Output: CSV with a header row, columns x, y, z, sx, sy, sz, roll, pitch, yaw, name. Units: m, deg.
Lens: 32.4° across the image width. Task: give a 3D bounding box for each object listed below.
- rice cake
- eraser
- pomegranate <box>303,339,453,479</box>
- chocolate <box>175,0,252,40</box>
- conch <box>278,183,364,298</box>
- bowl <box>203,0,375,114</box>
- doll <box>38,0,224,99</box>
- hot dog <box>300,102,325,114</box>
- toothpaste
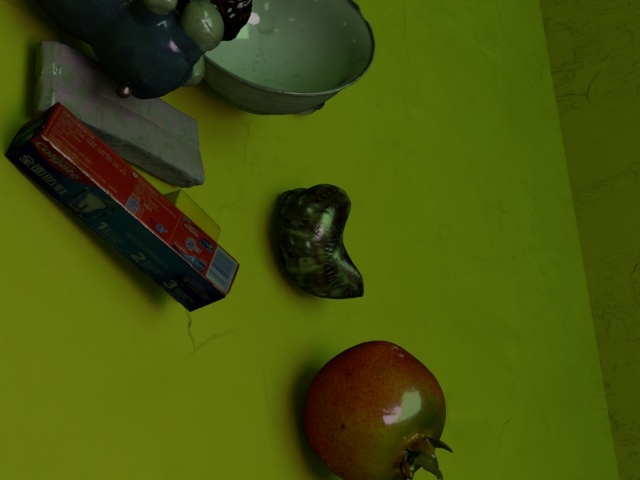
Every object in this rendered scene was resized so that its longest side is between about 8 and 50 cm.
x,y,z,sx,sy,sz,roll,pitch,yaw,name
-0.265,-0.162,1.461,0.298,0.050,0.106,26,55,-52,rice cake
-0.193,0.008,1.512,0.097,0.045,0.122,49,40,-38,eraser
0.093,0.275,1.679,0.221,0.256,0.221,-23,130,-31,pomegranate
-0.165,-0.405,1.522,0.206,0.177,0.224,32,41,-1,chocolate
-0.003,0.000,1.765,0.187,0.124,0.182,71,11,-59,conch
-0.082,-0.281,1.684,0.313,0.146,0.313,9,47,-10,bowl
-0.256,-0.297,1.388,0.154,0.228,0.258,-39,92,-18,doll
-0.040,-0.310,1.888,0.108,0.059,0.191,-21,99,-57,hot dog
-0.240,-0.035,1.371,0.320,0.076,0.066,45,43,-27,toothpaste
